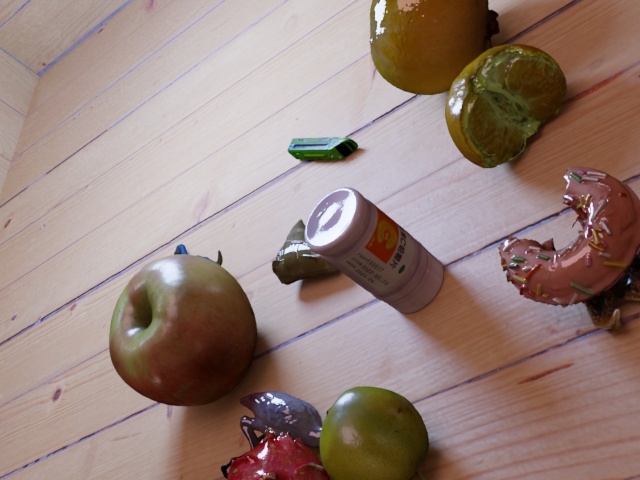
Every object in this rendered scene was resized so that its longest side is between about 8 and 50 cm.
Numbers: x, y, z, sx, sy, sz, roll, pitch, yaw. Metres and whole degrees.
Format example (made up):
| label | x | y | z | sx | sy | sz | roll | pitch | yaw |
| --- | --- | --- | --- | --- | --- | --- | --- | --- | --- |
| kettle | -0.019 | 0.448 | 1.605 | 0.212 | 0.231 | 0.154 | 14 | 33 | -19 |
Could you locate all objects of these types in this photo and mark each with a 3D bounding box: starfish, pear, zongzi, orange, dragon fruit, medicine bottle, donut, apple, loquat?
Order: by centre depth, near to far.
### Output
| label | x | y | z | sx | sy | sz | roll | pitch | yaw |
| --- | --- | --- | --- | --- | --- | --- | --- | --- | --- |
| donut | 0.381 | -0.005 | 1.484 | 0.233 | 0.085 | 0.199 | -50 | 39 | 3 |
| starfish | 0.434 | 0.040 | 1.511 | 0.238 | 0.071 | 0.216 | 3 | 57 | 39 |
| pear | 0.104 | 0.331 | 1.562 | 0.216 | 0.166 | 0.180 | 29 | 46 | 17 |
| dragon fruit | -0.067 | 0.425 | 1.626 | 0.205 | 0.210 | 0.268 | -5 | 47 | 2 |
| medicine bottle | 0.098 | 0.022 | 1.750 | 0.133 | 0.250 | 0.133 | -30 | 40 | 28 |
| orange | 0.324 | -0.254 | 1.793 | 0.237 | 0.179 | 0.158 | -52 | 37 | 3 |
| loquat | 0.235 | -0.440 | 2.013 | 0.275 | 0.275 | 0.274 | -30 | 40 | 29 |
| apple | -0.276 | 0.193 | 2.024 | 0.319 | 0.277 | 0.319 | -25 | 53 | 38 |
| zongzi | 0.000 | 0.000 | 2.049 | 0.189 | 0.081 | 0.178 | -15 | 39 | 35 |

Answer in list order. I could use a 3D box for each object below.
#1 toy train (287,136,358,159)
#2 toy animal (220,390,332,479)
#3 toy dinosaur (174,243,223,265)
| label | x | y | z | sx | sy | sz | roll | pitch | yaw |
| --- | --- | --- | --- | --- | --- | --- | --- | --- | --- |
| toy train | 0.004 | -0.207 | 2.245 | 0.209 | 0.044 | 0.042 | 6 | 64 | 52 |
| toy animal | -0.042 | 0.338 | 1.777 | 0.324 | 0.090 | 0.195 | -29 | 65 | 22 |
| toy dinosaur | -0.295 | 0.039 | 2.362 | 0.248 | 0.075 | 0.188 | -31 | 32 | 37 |
